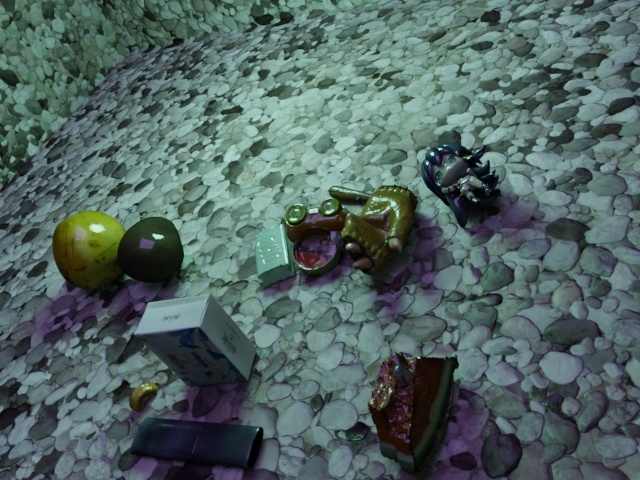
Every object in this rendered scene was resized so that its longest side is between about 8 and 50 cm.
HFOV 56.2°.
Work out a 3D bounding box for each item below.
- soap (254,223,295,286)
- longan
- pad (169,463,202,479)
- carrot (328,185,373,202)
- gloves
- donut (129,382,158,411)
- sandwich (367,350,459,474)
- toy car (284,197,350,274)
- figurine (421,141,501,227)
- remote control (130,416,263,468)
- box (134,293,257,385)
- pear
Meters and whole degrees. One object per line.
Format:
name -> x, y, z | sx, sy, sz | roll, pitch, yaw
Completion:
soap -> -0.149, 0.045, 1.926 | 0.114, 0.063, 0.198 | -23, 40, 9
longan -> -0.580, 0.029, 2.069 | 0.246, 0.215, 0.246 | -4, 65, 10
pad -> -0.379, 0.682, 1.438 | 0.265, 0.009, 0.159 | -45, 42, -21
carrot -> 0.133, -0.146, 1.986 | 0.254, 0.049, 0.049 | 12, 54, 32
gloves -> 0.176, -0.028, 1.749 | 0.203, 0.155, 0.356 | 9, 37, 27
donut -> -0.508, 0.452, 1.733 | 0.083, 0.067, 0.038 | -14, 22, -35
sandwich -> 0.195, 0.357, 1.317 | 0.109, 0.212, 0.292 | -10, 55, 42
toy car -> 0.000, 0.000, 1.857 | 0.235, 0.145, 0.235 | -9, 64, 20
figurine -> 0.409, -0.173, 1.744 | 0.175, 0.197, 0.265 | -29, 60, -2
remote control -> -0.323, 0.518, 1.548 | 0.377, 0.044, 0.107 | -4, 50, 26
box -> -0.330, 0.276, 1.624 | 0.203, 0.274, 0.116 | -9, 45, 22
pear -> -0.820, 0.031, 2.151 | 0.280, 0.281, 0.281 | -16, 42, 15
